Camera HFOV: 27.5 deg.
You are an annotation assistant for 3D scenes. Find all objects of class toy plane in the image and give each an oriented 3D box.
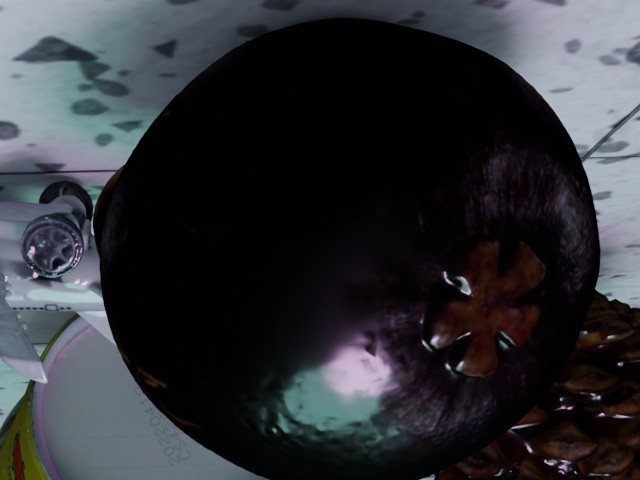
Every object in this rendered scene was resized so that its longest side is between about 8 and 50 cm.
[{"bbox_3d":[-0.220,0.011,0.871,0.255,0.101,0.251,11,-163,-7],"label":"toy plane"}]

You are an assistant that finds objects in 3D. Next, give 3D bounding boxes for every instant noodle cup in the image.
[{"bbox_3d":[-0.151,0.199,1.222,0.326,0.325,0.254,-2,153,-15],"label":"instant noodle cup"}]

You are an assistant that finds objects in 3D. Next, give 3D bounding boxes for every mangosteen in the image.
[{"bbox_3d":[0.000,0.000,0.738,0.275,0.274,0.302,6,-168,-35],"label":"mangosteen"}]

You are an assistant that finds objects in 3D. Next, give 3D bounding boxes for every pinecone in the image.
[{"bbox_3d":[0.187,0.156,1.241,0.242,0.295,0.298,-42,-147,-28],"label":"pinecone"}]
